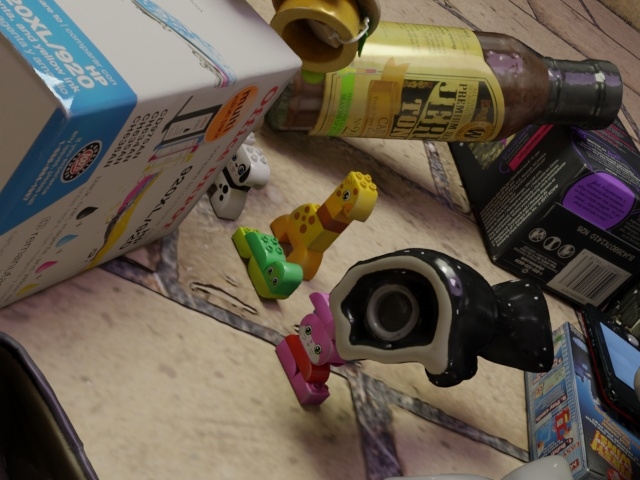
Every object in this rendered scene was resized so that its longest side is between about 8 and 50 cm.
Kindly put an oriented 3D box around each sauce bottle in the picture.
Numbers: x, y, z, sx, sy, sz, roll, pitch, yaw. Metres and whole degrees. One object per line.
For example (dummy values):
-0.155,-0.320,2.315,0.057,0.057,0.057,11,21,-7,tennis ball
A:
0.120,-0.148,0.944,0.344,0.111,0.111,0,42,-15,sauce bottle

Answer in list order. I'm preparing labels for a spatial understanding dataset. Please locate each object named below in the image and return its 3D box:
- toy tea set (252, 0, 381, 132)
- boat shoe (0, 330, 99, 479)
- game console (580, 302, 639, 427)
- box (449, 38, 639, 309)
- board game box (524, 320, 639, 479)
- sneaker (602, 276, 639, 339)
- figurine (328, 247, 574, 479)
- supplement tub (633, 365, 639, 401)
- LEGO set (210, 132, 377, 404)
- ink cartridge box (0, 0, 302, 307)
-0.059,-0.172,0.701,0.200,0.336,0.124,10,60,11,toy tea set
-0.104,0.160,0.370,0.103,0.092,0.285,7,43,-48,boat shoe
0.303,0.102,0.856,0.124,0.085,0.144,36,26,-14,game console
0.264,-0.077,1.127,0.165,0.143,0.270,27,31,-25,box
0.242,0.185,0.816,0.194,0.060,0.194,43,28,1,board game box
0.405,0.084,1.098,0.147,0.130,0.330,44,27,9,sneaker
0.110,0.120,0.657,0.209,0.092,0.215,8,72,-54,figurine
0.380,0.154,0.654,0.316,0.193,0.193,50,28,12,supplement tub
0.000,0.000,0.731,0.087,0.093,0.227,12,40,-44,LEGO set
-0.159,-0.085,0.564,0.168,0.171,0.233,46,28,7,ink cartridge box
